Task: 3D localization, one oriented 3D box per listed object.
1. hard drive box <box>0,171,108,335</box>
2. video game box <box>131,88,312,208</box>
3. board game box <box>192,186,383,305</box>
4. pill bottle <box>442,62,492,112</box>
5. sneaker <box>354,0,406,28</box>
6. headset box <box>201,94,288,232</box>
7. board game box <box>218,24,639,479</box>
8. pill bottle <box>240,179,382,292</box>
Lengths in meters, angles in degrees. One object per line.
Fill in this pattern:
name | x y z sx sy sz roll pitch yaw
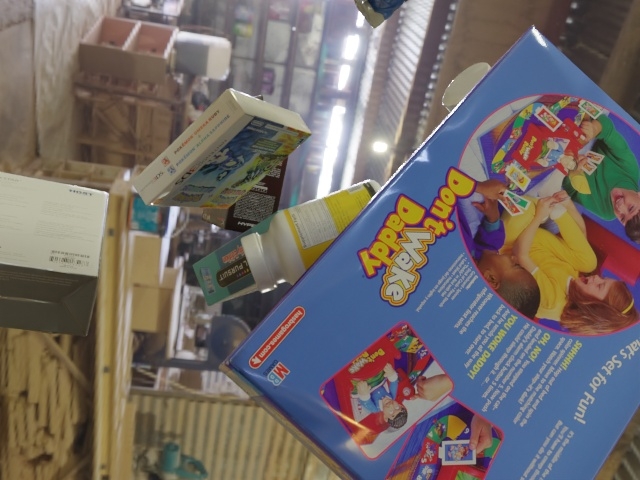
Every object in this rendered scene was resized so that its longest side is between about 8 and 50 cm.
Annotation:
hard drive box | -0.368 0.007 0.811 0.232 0.181 0.089 -114 -141 -58
video game box | -0.129 -0.116 0.902 0.048 0.187 0.205 58 21 12
board game box | 0.000 0.001 1.071 0.254 0.336 0.079 -28 -99 48
pill bottle | 0.303 -0.185 1.070 0.121 0.216 0.121 -39 -153 25
sneaker | 0.076 -0.319 0.780 0.058 0.085 0.152 55 9 16
headset box | -0.157 -0.167 1.408 0.218 0.110 0.293 18 -83 66
board game box | 0.130 0.040 0.481 0.347 0.233 0.078 -47 180 -19
pill bottle | 0.000 0.000 0.811 0.103 0.184 0.103 160 -90 -87
